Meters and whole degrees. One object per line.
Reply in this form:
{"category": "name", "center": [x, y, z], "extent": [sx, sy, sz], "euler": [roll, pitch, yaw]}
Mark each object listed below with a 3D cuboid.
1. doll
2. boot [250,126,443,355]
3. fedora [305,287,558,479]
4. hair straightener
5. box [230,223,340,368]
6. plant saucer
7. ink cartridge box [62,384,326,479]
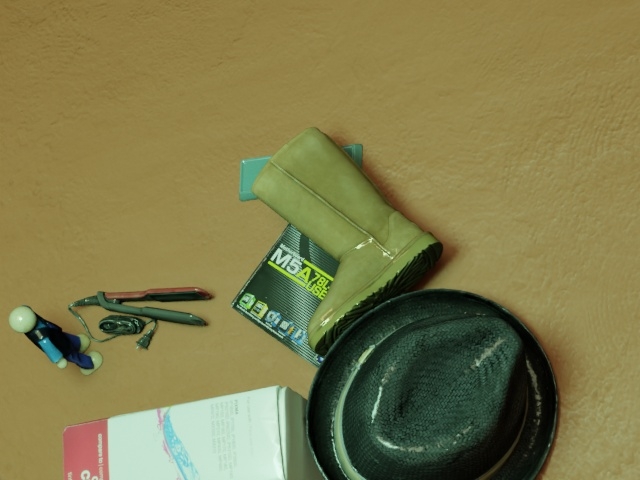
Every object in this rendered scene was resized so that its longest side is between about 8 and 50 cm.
{"category": "doll", "center": [-0.387, 0.136, 1.966], "extent": [0.046, 0.189, 0.129], "euler": [-43, 61, 2]}
{"category": "boot", "center": [0.000, 0.000, 1.874], "extent": [0.236, 0.089, 0.269], "euler": [-40, 60, -15]}
{"category": "fedora", "center": [0.148, 0.193, 1.688], "extent": [0.334, 0.152, 0.334], "euler": [2, 70, -5]}
{"category": "hair straightener", "center": [-0.270, 0.112, 2.008], "extent": [0.230, 0.047, 0.089], "euler": [0, 70, 22]}
{"category": "box", "center": [-0.001, 0.068, 1.916], "extent": [0.191, 0.045, 0.184], "euler": [34, 86, 29]}
{"category": "plant saucer", "center": [-0.032, -0.101, 2.009], "extent": [0.192, 0.018, 0.067], "euler": [-6, 69, 19]}
{"category": "ink cartridge box", "center": [-0.147, 0.294, 1.788], "extent": [0.306, 0.226, 0.131], "euler": [-11, 67, 19]}
